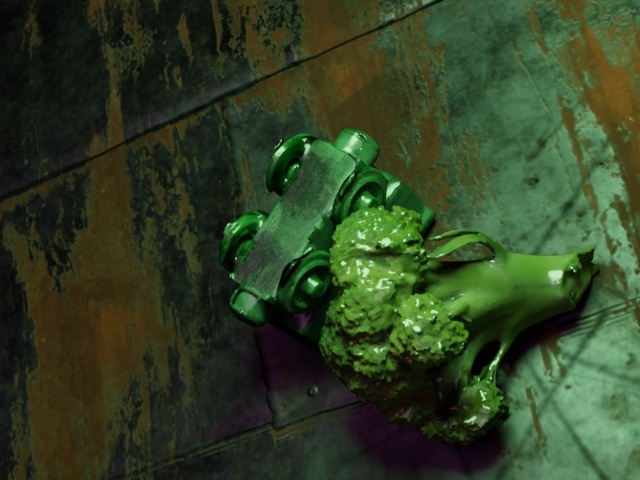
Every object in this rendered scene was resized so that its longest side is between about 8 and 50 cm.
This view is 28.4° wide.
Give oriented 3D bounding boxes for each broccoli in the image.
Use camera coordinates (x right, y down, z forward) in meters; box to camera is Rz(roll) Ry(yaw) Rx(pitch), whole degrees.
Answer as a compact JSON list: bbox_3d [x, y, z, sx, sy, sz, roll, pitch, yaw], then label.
[{"bbox_3d":[0.143,0.105,1.386,0.302,0.186,0.254,13,96,4],"label":"broccoli"}]

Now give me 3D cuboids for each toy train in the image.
[{"bbox_3d":[0.000,0.000,1.520,0.145,0.202,0.266,30,84,35],"label":"toy train"}]
